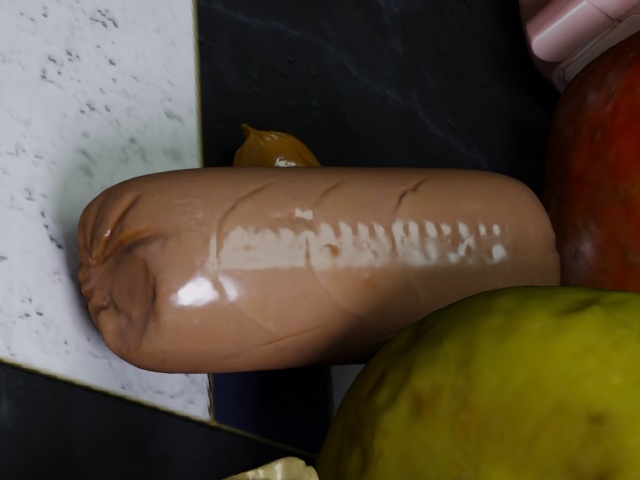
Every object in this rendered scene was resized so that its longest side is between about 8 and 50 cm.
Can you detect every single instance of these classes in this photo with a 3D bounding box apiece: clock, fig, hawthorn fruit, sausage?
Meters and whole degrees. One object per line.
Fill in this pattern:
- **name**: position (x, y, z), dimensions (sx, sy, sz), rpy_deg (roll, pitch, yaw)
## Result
- **clock**: position (0.247, -0.223, 1.602), dimensions (0.227, 0.142, 0.241), rpy_deg (28, 39, -37)
- **fig**: position (0.157, 0.188, 1.079), dimensions (0.343, 0.343, 0.343), rpy_deg (27, 49, -36)
- **hawthorn fruit**: position (0.285, -0.034, 1.425), dimensions (0.284, 0.284, 0.284), rpy_deg (27, 49, -36)
- **sausage**: position (0.002, 0.016, 1.130), dimensions (0.304, 0.121, 0.121), rpy_deg (-2, 68, -31)
- **sausage**: position (0.000, 0.000, 1.232), dimensions (0.062, 0.054, 0.183), rpy_deg (-35, 99, -22)

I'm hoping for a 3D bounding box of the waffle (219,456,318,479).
- **waffle**: position (-0.080, 0.247, 0.908), dimensions (0.247, 0.055, 0.221), rpy_deg (-18, 82, -24)
